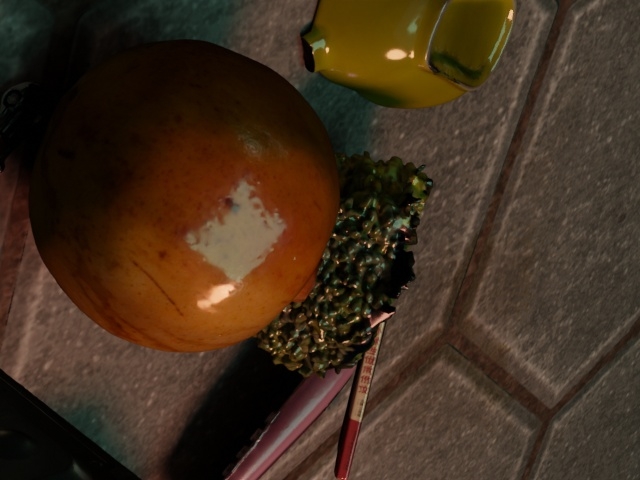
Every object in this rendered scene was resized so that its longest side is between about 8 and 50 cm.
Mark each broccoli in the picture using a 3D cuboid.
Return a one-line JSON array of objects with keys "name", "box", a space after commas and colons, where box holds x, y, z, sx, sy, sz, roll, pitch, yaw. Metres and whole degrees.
[{"name": "broccoli", "box": [-0.012, -0.002, 1.513, 0.180, 0.273, 0.242, 26, 109, -13]}]

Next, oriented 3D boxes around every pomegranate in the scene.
[{"name": "pomegranate", "box": [-0.109, -0.033, 1.213, 0.264, 0.264, 0.264, -33, 139, -34]}]

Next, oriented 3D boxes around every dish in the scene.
[{"name": "dish", "box": [0.113, -0.225, 1.497, 0.262, 0.108, 0.221, 2, 113, -54]}]

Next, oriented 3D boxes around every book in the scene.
[{"name": "book", "box": [0.051, 0.141, 1.670, 0.162, 0.022, 0.232, -71, 175, -85]}]

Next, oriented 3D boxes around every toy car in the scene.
[{"name": "toy car", "box": [-0.254, -0.090, 1.189, 0.093, 0.025, 0.041, -50, 148, -8]}]

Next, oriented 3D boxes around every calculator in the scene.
[{"name": "calculator", "box": [-0.053, 0.222, 1.622, 0.294, 0.043, 0.194, -49, 176, -7]}]

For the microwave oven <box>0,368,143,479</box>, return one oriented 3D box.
[{"name": "microwave oven", "box": [-0.296, 0.264, 1.076, 0.247, 0.394, 0.333, -6, 121, -51]}]
